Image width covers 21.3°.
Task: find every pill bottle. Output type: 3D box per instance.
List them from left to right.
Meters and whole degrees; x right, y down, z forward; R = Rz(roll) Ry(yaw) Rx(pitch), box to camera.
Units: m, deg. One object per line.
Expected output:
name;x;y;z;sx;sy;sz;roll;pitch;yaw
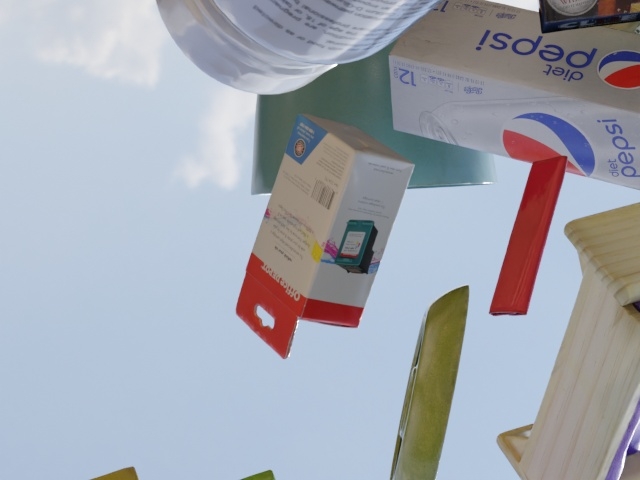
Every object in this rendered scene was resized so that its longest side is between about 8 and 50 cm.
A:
pill bottle;0.020;-0.198;0.975;0.160;0.160;0.283;-32;179;-35

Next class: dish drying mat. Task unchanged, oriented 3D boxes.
dish drying mat;0.105;-0.002;0.855;0.032;0.008;0.083;-10;-120;65

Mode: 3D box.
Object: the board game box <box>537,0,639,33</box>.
board game box;0.288;-0.263;1.361;0.243;0.165;0.042;-7;174;1

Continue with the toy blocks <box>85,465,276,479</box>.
toy blocks;-0.180;0.343;1.218;0.381;0.191;0.261;-18;-142;-1

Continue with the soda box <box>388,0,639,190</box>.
soda box;0.205;-0.122;1.429;0.286;0.091;0.098;15;-129;19

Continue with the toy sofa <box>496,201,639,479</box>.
toy sofa;0.319;0.144;1.765;0.150;0.363;0.177;-14;-133;-24

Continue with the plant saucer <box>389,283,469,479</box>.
plant saucer;0.098;0.155;1.599;0.037;0.241;0.241;12;-160;1

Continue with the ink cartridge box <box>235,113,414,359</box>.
ink cartridge box;0.000;0.000;1.771;0.078;0.231;0.134;11;-164;-32

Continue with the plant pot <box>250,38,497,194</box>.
plant pot;0.057;-0.176;2.010;0.293;0.235;0.293;-3;-179;0

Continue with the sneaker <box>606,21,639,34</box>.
sneaker;0.411;-0.155;1.511;0.410;0.158;0.182;-8;-130;36
